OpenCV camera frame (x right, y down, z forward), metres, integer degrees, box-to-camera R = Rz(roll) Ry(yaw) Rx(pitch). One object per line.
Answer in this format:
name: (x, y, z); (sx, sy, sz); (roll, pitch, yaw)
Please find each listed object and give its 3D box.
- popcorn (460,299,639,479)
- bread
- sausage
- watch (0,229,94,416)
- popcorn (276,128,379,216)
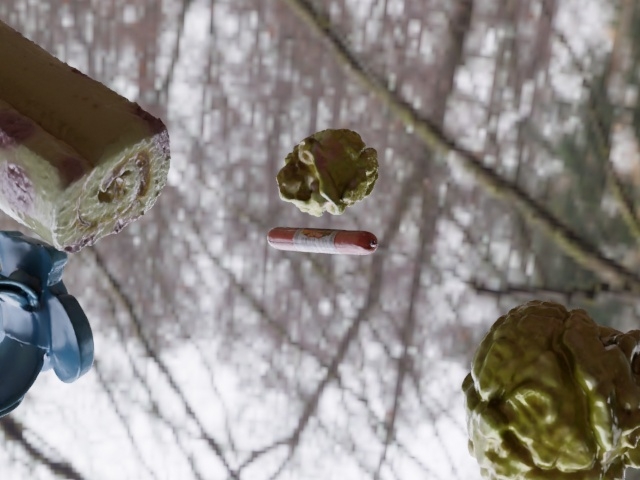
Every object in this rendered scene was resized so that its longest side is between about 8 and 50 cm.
popcorn: (0.270, 0.175, 1.784); (0.212, 0.259, 0.259); (-8, -164, 41)
bread: (-0.346, -0.130, 1.851); (0.338, 0.155, 0.187); (34, -134, 25)
sausage: (0.000, 0.000, 2.083); (0.034, 0.034, 0.253); (-16, -169, -33)
watch: (-0.389, 0.101, 1.865); (0.211, 0.211, 0.193); (28, -145, 35)
popcorn: (0.012, -0.099, 2.345); (0.145, 0.126, 0.126); (-6, -176, 24)
